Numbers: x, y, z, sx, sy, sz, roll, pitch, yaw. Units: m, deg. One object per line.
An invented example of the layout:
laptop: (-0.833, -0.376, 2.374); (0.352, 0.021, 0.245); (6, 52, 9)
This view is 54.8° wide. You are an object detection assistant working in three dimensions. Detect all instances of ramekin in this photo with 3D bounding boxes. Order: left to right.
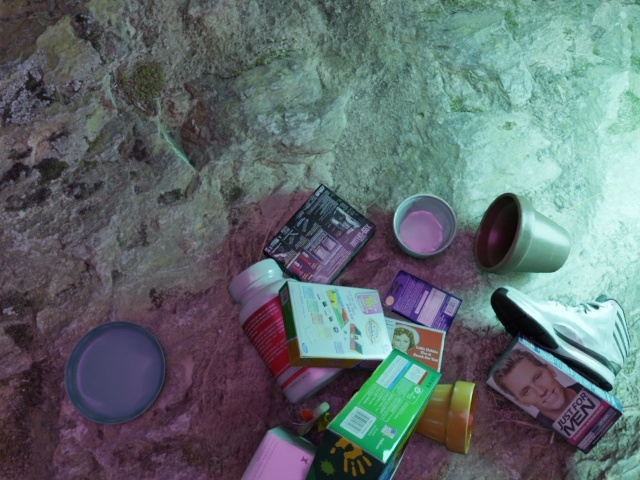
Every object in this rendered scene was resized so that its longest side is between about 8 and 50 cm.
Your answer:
ramekin: (0.335, -0.040, 2.022); (0.207, 0.109, 0.207); (0, 74, 1)

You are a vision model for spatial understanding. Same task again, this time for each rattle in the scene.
rattle: (0.000, 0.555, 1.805); (0.130, 0.200, 0.143); (-27, 74, -8)

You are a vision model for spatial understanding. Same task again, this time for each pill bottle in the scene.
pill bottle: (-0.103, 0.268, 1.880); (0.229, 0.229, 0.408); (-34, 76, -8)

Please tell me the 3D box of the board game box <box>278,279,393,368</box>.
board game box: (0.047, 0.247, 1.784); (0.316, 0.064, 0.242); (9, 52, -28)

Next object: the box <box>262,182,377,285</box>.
box: (0.000, 0.000, 2.036); (0.242, 0.076, 0.307); (38, 78, 12)

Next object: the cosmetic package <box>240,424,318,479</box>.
cosmetic package: (-0.112, 0.639, 1.687); (0.156, 0.385, 0.217); (27, 76, 9)

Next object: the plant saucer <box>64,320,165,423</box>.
plant saucer: (-0.643, 0.415, 1.949); (0.317, 0.044, 0.318); (-1, 73, 2)

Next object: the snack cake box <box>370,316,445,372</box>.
snack cake box: (0.240, 0.334, 1.905); (0.264, 0.089, 0.152); (13, 57, 6)

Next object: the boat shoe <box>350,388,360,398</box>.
boat shoe: (0.128, 0.485, 1.886); (0.223, 0.080, 0.073); (-39, 63, -22)

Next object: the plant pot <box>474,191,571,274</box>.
plant pot: (0.652, 0.001, 1.946); (0.229, 0.263, 0.263); (15, 74, -11)

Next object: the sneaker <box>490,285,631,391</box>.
sneaker: (0.758, 0.238, 1.921); (0.447, 0.169, 0.257); (38, 69, 4)

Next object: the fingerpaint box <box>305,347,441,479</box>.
fingerpaint box: (0.123, 0.549, 1.605); (0.163, 0.444, 0.371); (27, 115, 18)

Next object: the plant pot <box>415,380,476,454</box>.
plant pot: (0.351, 0.509, 1.824); (0.187, 0.205, 0.205); (6, 73, 20)

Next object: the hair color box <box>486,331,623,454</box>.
hair color box: (0.688, 0.449, 1.833); (0.347, 0.105, 0.174); (35, 107, 11)

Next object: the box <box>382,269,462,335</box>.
box: (0.326, 0.201, 1.987); (0.225, 0.036, 0.137); (28, 76, 8)
